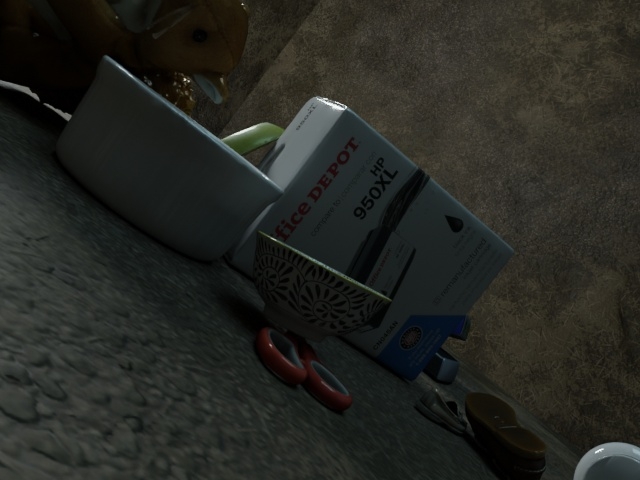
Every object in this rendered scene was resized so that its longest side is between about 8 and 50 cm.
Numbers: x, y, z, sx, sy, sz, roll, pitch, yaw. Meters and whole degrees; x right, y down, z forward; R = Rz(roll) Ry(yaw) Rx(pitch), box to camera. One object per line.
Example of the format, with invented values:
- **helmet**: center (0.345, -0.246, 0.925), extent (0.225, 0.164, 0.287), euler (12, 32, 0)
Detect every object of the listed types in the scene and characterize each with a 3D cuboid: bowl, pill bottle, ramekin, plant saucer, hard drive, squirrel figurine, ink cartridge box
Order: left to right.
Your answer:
- **squirrel figurine**: center (-0.296, -0.310, 1.002), extent (0.371, 0.281, 0.397), euler (7, -28, -2)
- **ramekin**: center (-0.195, -0.095, 0.823), extent (0.277, 0.135, 0.277), euler (37, 3, -2)
- **plant saucer**: center (-0.170, -0.148, 1.095), extent (0.241, 0.241, 0.037), euler (-128, -167, -81)
- **bowl**: center (-0.013, 0.062, 0.715), extent (0.170, 0.080, 0.170), euler (28, 0, 0)
- **ink cartridge box**: center (0.070, 0.002, 1.044), extent (0.395, 0.285, 0.166), euler (36, 3, -25)
- **hard drive**: center (0.245, 0.259, 1.494), extent (0.172, 0.054, 0.255), euler (38, 2, 23)
- **pill bottle**: center (0.517, 0.424, 1.096), extent (0.152, 0.152, 0.272), euler (39, 2, 32)

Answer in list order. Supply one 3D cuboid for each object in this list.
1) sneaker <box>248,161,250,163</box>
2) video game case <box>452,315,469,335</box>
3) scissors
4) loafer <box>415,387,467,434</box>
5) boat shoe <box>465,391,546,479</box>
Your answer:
- **sneaker**: center (-0.284, -0.211, 1.944), extent (0.240, 0.126, 0.091), euler (38, 2, -2)
- **video game case**: center (0.235, 0.184, 1.617), extent (0.270, 0.061, 0.244), euler (14, -8, 18)
- **scissors**: center (-0.032, 0.105, 0.713), extent (0.109, 0.021, 0.297), euler (35, 4, -14)
- **loafer**: center (0.186, 0.249, 0.937), extent (0.125, 0.039, 0.045), euler (35, 4, -42)
- **boat shoe**: center (0.262, 0.293, 0.945), extent (0.073, 0.073, 0.207), euler (2, 11, -5)
